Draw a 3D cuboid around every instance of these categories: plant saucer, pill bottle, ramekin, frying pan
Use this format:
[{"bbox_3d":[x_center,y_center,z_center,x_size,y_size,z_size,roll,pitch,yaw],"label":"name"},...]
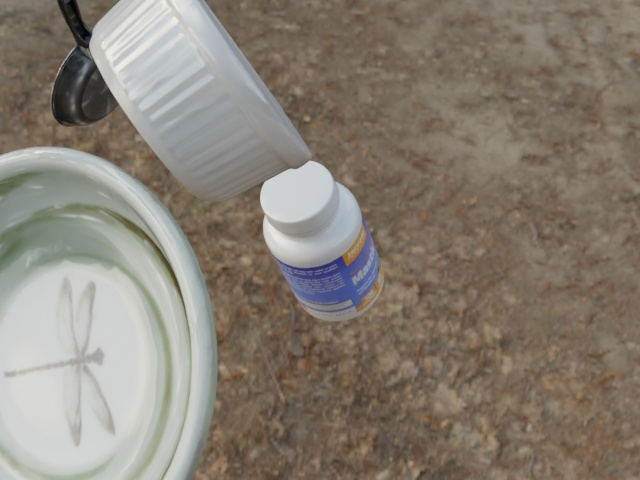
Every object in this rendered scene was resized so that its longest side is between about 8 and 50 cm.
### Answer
[{"bbox_3d":[-0.249,0.116,0.970,0.400,0.400,0.100,28,6,27],"label":"plant saucer"},{"bbox_3d":[0.000,0.000,1.591,0.152,0.272,0.152,-8,56,12],"label":"pill bottle"},{"bbox_3d":[-0.136,-0.163,1.120,0.127,0.273,0.273,-35,44,4],"label":"ramekin"},{"bbox_3d":[-0.365,-0.319,1.712,0.053,0.326,0.197,34,46,14],"label":"frying pan"}]
